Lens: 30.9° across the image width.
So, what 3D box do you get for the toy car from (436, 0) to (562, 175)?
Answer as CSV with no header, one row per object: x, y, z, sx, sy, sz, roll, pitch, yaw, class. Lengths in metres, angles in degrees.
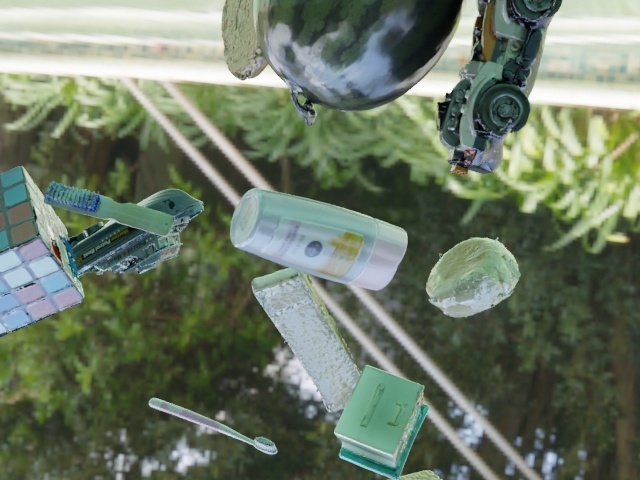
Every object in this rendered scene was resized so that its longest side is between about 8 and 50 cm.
0.231,-0.229,1.520,0.118,0.301,0.193,19,-178,-1,toy car

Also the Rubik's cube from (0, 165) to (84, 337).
-0.435,0.020,1.591,0.155,0.154,0.151,-24,-132,-2,Rubik's cube

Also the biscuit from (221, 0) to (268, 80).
-0.112,-0.373,1.936,0.042,0.226,0.226,4,-176,-27,biscuit

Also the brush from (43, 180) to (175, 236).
-0.282,-0.045,1.543,0.178,0.033,0.030,15,153,6,brush

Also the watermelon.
0.052,-0.331,1.583,0.279,0.359,0.279,32,176,3,watermelon

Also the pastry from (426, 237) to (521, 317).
0.252,0.063,1.932,0.088,0.166,0.166,52,165,-20,pastry

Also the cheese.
-0.005,0.160,1.777,0.085,0.034,0.400,-17,143,7,cheese

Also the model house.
0.093,0.277,1.721,0.100,0.127,0.149,20,154,17,model house

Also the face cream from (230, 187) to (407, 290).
0.000,0.000,1.268,0.198,0.084,0.057,16,-158,-31,face cream

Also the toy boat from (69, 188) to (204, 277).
-0.333,-0.005,2.152,0.296,0.122,0.114,-25,178,24,toy boat

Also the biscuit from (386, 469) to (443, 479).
0.193,0.483,2.031,0.160,0.030,0.250,-10,-158,-28,biscuit

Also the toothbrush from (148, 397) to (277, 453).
-0.201,0.337,2.131,0.286,0.025,0.020,15,-133,28,toothbrush
